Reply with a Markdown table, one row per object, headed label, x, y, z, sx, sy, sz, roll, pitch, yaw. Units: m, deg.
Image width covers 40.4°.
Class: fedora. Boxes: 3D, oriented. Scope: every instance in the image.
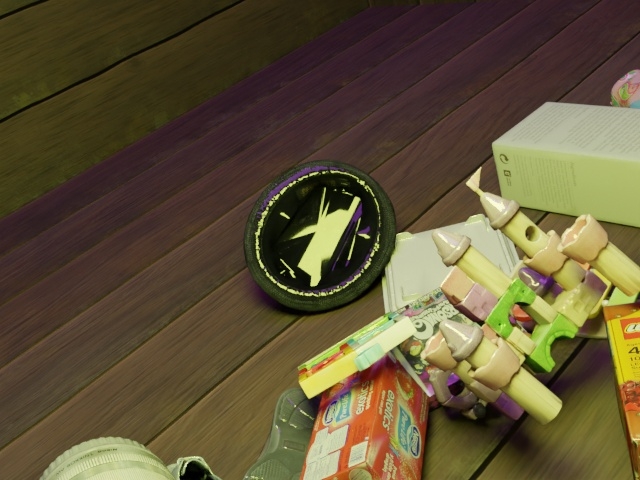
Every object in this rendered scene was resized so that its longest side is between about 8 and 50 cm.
| label | x | y | z | sx | sy | sz | roll | pitch | yaw |
| --- | --- | --- | --- | --- | --- | --- | --- | --- | --- |
| fedora | 0.000 | 0.000 | 1.858 | 0.334 | 0.334 | 0.152 | -20 | -13 | -4 |

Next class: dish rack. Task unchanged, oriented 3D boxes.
| label | x | y | z | sx | sy | sz | roll | pitch | yaw |
| --- | --- | --- | --- | --- | --- | --- | --- | --- | --- |
| dish rack | 0.257 | 0.053 | 1.744 | 0.285 | 0.072 | 0.333 | -13 | 29 | 8 |

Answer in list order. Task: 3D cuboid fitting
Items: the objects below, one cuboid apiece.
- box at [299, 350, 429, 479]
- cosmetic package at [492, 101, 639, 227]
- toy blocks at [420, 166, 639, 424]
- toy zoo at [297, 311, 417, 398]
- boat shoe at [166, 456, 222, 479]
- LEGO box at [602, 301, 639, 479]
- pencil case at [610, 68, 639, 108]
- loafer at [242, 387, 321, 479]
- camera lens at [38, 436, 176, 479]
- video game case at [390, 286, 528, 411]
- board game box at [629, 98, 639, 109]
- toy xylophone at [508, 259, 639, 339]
| label | x | y | z | sx | sy | sz | roll | pitch | yaw |
| --- | --- | --- | --- | --- | --- | --- | --- | --- | --- |
| box | 0.071 | 0.299 | 1.298 | 0.128 | 0.123 | 0.257 | -31 | 20 | 26 |
| cosmetic package | 0.619 | -0.163 | 1.830 | 0.230 | 0.162 | 0.453 | -36 | 32 | -31 |
| toy blocks | 0.245 | 0.084 | 1.275 | 0.289 | 0.260 | 0.309 | -52 | 3 | -14 |
| toy zoo | 0.053 | 0.178 | 1.385 | 0.192 | 0.030 | 0.293 | -31 | -2 | -3 |
| boat shoe | -0.191 | 0.377 | 1.349 | 0.079 | 0.081 | 0.227 | -4 | 7 | -29 |
| LEGO box | 0.624 | 0.201 | 1.042 | 0.500 | 0.193 | 0.372 | -9 | 17 | 16 |
| pencil case | 0.792 | -0.313 | 2.062 | 0.124 | 0.124 | 0.284 | -17 | 27 | 1 |
| loafer | -0.060 | 0.366 | 1.350 | 0.109 | 0.095 | 0.302 | 18 | 38 | 2 |
| camera lens | -0.276 | 0.426 | 1.194 | 0.219 | 0.219 | 0.274 | -26 | 28 | -15 |
| video game case | 0.218 | 0.173 | 1.510 | 0.232 | 0.042 | 0.210 | -27 | 40 | -7 |
| board game box | 0.735 | -0.232 | 1.923 | 0.033 | 0.169 | 0.133 | -2 | 23 | -43 |
| toy xylophone | 0.487 | 0.088 | 1.528 | 0.322 | 0.081 | 0.236 | -2 | 31 | 27 |
